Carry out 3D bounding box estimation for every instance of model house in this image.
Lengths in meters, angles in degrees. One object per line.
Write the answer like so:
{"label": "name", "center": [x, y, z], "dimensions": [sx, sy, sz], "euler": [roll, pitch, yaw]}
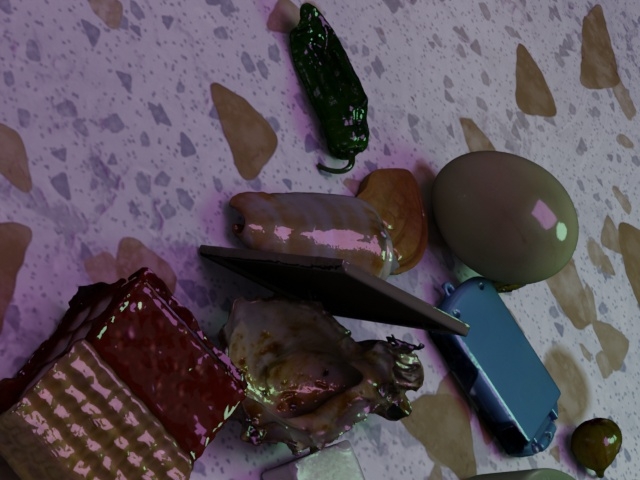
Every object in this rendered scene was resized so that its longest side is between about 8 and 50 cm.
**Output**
{"label": "model house", "center": [-0.224, 0.181, 1.445], "dimensions": [0.196, 0.160, 0.254], "euler": [51, 41, -17]}

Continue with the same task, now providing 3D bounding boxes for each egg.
{"label": "egg", "center": [0.273, -0.037, 2.093], "dimensions": [0.242, 0.186, 0.186], "euler": [39, 32, 23]}

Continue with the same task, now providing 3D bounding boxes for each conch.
{"label": "conch", "center": [0.009, -0.004, 1.836], "dimensions": [0.255, 0.127, 0.158], "euler": [18, 57, -41]}

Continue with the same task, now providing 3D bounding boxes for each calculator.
{"label": "calculator", "center": [0.261, 0.185, 2.074], "dimensions": [0.293, 0.051, 0.173], "euler": [57, 40, -7]}

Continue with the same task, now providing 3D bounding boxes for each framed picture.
{"label": "framed picture", "center": [0.011, 0.059, 1.691], "dimensions": [0.213, 0.289, 0.016], "euler": [28, 76, -35]}

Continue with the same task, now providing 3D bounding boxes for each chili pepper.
{"label": "chili pepper", "center": [0.016, -0.219, 2.016], "dimensions": [0.100, 0.074, 0.257], "euler": [-5, 69, -47]}

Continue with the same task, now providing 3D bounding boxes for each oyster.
{"label": "oyster", "center": [0.006, 0.157, 1.715], "dimensions": [0.337, 0.133, 0.197], "euler": [2, 89, -38]}

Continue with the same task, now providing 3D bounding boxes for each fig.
{"label": "fig", "center": [0.432, 0.327, 2.175], "dimensions": [0.084, 0.082, 0.098], "euler": [-26, 108, -86]}

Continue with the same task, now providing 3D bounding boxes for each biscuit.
{"label": "biscuit", "center": [0.102, -0.026, 2.032], "dimensions": [0.142, 0.029, 0.220], "euler": [51, 40, -15]}

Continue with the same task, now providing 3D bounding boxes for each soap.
{"label": "soap", "center": [0.015, 0.345, 1.696], "dimensions": [0.121, 0.064, 0.183], "euler": [-12, 78, -50]}

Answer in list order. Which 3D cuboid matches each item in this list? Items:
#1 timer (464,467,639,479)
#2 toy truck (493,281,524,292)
{"label": "timer", "center": [0.354, 0.416, 1.840], "dimensions": [0.291, 0.315, 0.290], "euler": [25, 52, -37]}
{"label": "toy truck", "center": [0.293, 0.022, 2.202], "dimensions": [0.063, 0.052, 0.123], "euler": [5, 67, -40]}
